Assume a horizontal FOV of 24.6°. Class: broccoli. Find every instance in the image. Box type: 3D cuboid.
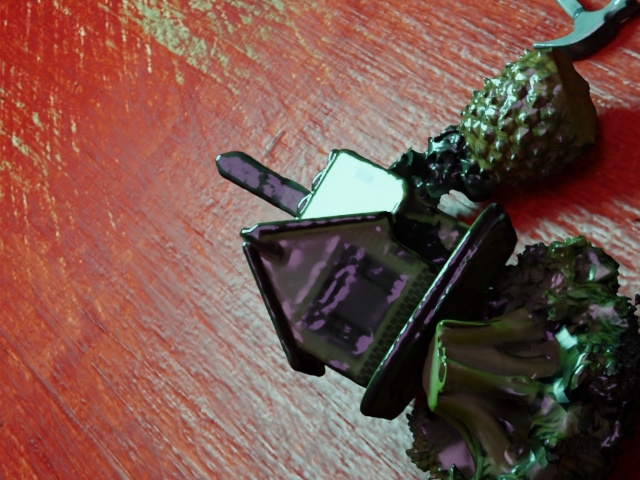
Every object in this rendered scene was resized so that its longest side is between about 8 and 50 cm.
[{"bbox_3d":[0.162,0.117,1.152,0.176,0.226,0.198,-12,24,-22],"label":"broccoli"}]

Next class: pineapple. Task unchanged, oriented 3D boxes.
[{"bbox_3d":[0.134,-0.080,1.368,0.251,0.125,0.125,-30,46,28],"label":"pineapple"}]

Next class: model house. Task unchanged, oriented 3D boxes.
[{"bbox_3d":[0.000,0.000,1.259,0.278,0.218,0.205,33,88,12],"label":"model house"}]

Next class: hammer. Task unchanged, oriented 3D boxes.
[{"bbox_3d":[0.222,-0.263,1.484,0.103,0.029,0.246,-41,42,9],"label":"hammer"}]

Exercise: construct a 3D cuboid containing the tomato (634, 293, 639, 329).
[{"bbox_3d":[0.354,0.040,1.069,0.228,0.112,0.199,-33,10,22],"label":"tomato"}]
